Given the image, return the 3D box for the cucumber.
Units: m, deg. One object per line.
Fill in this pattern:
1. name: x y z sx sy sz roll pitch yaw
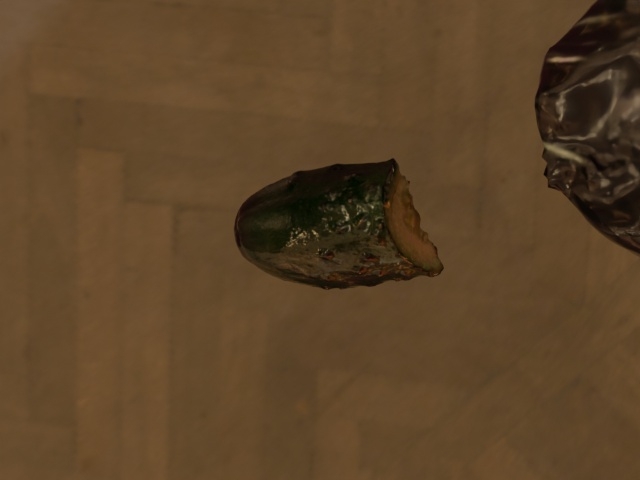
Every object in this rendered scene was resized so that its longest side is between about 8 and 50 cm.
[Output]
1. cucumber: 0.000 0.000 0.877 0.107 0.035 0.067 -9 116 33

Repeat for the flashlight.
1. flashlight: 0.205 -0.006 0.717 0.103 0.424 0.103 -7 76 27
